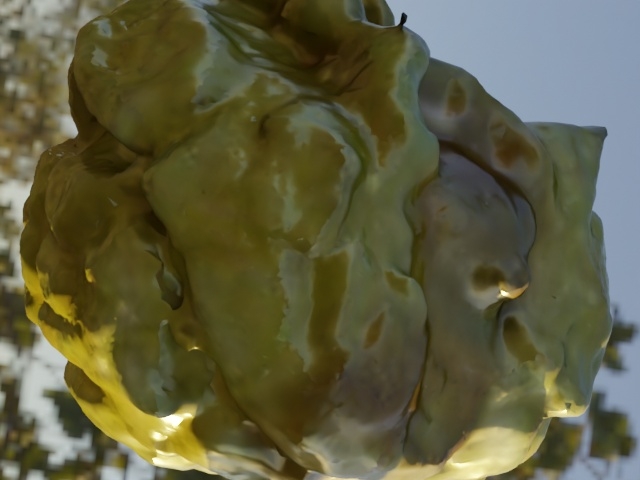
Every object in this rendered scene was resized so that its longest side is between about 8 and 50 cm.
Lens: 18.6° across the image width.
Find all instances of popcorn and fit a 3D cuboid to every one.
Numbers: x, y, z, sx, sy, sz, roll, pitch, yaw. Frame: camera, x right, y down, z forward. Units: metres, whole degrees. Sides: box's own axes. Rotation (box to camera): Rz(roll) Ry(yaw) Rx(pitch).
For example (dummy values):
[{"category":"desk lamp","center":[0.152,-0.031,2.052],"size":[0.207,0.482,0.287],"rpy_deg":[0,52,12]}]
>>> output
[{"category":"popcorn","center":[0.001,-0.007,0.783],"size":[0.249,0.249,0.225],"rpy_deg":[-178,-72,-77]}]
